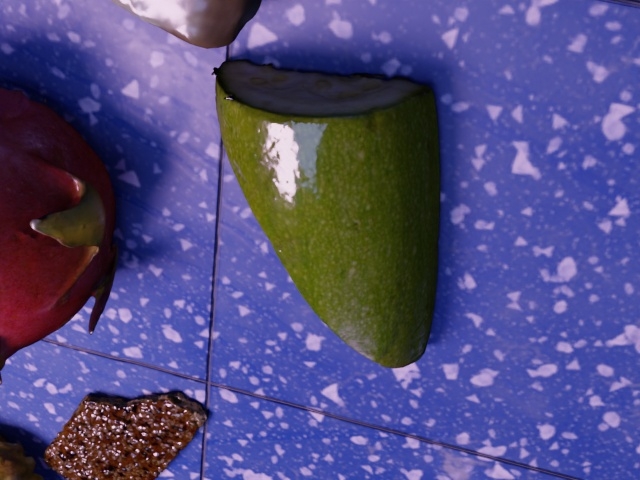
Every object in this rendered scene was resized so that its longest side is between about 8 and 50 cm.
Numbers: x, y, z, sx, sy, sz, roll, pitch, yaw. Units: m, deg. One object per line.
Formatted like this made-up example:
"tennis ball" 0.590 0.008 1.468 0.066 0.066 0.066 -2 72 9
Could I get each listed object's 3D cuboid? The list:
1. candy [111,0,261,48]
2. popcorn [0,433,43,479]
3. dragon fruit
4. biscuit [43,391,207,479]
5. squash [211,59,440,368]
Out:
"candy" -0.148 -0.241 0.642 0.234 0.102 0.104 27 125 -5
"popcorn" -0.424 0.320 1.054 0.173 0.173 0.142 39 131 -10
"dragon fruit" -0.332 0.000 0.774 0.290 0.189 0.290 0 120 0
"biscuit" -0.242 0.241 1.027 0.131 0.026 0.237 34 126 -9
"squash" 0.000 0.000 0.754 0.203 0.111 0.288 9 126 12
